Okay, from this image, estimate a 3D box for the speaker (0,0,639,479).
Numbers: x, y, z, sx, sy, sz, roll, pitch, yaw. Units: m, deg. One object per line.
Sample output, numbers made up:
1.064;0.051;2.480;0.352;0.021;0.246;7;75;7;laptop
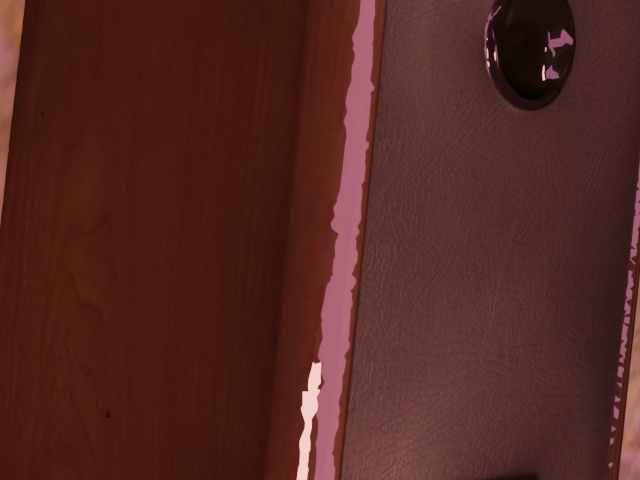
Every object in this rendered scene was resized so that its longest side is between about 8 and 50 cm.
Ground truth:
0.000;0.000;0.458;0.153;0.192;0.231;3;93;-42;speaker
